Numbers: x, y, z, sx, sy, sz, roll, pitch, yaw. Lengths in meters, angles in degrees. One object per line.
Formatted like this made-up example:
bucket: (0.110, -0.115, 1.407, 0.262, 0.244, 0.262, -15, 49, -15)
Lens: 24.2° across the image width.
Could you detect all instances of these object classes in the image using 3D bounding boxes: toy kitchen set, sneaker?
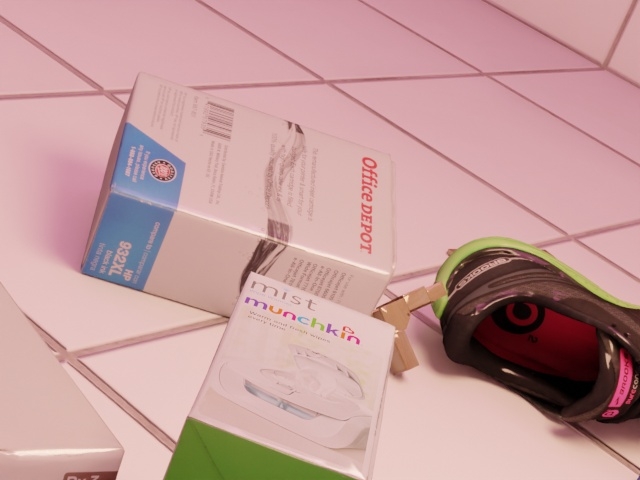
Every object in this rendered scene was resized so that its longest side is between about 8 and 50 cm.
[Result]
toy kitchen set: (0.097, 0.097, 1.622, 0.083, 0.068, 0.075, -22, 87, -27)
sneaker: (0.348, 0.148, 1.646, 0.482, 0.185, 0.202, 14, 29, 6)

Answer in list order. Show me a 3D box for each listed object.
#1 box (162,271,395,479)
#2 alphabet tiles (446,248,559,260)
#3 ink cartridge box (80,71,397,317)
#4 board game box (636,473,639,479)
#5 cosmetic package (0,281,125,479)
box: (-0.052, 0.193, 1.041, 0.126, 0.262, 0.231, 21, 24, -2)
alphabet tiles: (0.280, 0.066, 1.944, 0.237, 0.009, 0.198, 0, 32, -41)
ink cartridge box: (-0.083, -0.032, 1.624, 0.307, 0.129, 0.223, 18, 37, -11)
board game box: (0.380, 0.280, 1.544, 0.090, 0.020, 0.090, 18, 23, -11)
cosmetic package: (-0.316, 0.116, 1.059, 0.217, 0.156, 0.385, 7, 21, -32)
